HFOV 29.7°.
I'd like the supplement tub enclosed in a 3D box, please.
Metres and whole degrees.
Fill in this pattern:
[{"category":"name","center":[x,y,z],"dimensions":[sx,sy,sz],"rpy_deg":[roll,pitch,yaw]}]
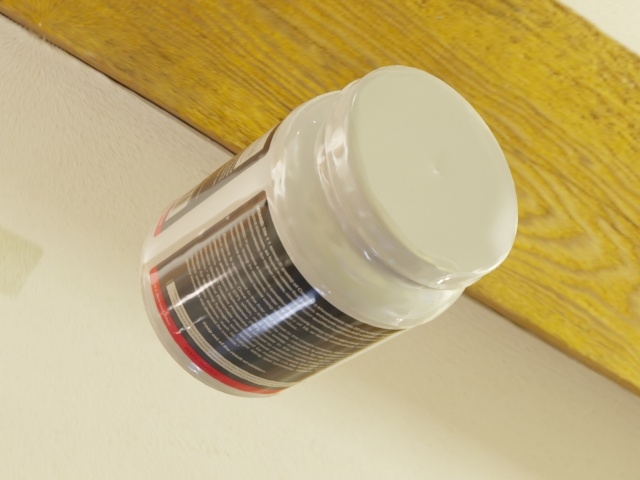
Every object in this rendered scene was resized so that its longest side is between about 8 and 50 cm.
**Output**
[{"category":"supplement tub","center":[0.000,0.000,0.953],"dimensions":[0.191,0.272,0.191],"rpy_deg":[21,-125,-33]}]
